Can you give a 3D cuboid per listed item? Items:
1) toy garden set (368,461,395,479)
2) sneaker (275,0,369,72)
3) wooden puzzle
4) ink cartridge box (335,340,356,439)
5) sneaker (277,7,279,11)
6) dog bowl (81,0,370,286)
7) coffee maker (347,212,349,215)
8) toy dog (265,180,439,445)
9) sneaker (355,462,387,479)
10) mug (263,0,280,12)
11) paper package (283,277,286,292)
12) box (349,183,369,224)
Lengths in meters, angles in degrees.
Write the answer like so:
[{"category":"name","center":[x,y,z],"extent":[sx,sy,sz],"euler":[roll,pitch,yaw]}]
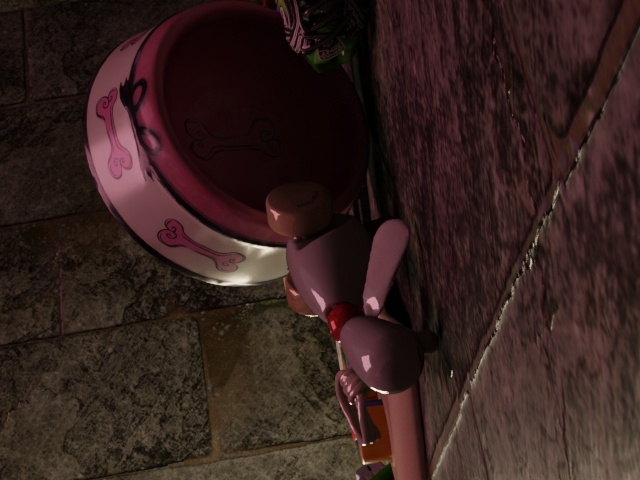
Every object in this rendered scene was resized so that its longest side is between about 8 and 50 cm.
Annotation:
[{"category":"toy garden set","center":[0.106,0.519,1.632],"extent":[0.204,0.049,0.244],"euler":[-26,-67,-48]},{"category":"sneaker","center":[0.005,-0.290,1.118],"extent":[0.343,0.134,0.146],"euler":[32,-139,-81]},{"category":"wooden puzzle","center":[0.070,0.187,1.479],"extent":[0.348,0.081,0.322],"euler":[-114,14,-64]},{"category":"ink cartridge box","center":[0.082,0.275,1.949],"extent":[0.134,0.078,0.231],"euler":[87,173,-79]},{"category":"sneaker","center":[-0.037,-0.403,1.790],"extent":[0.146,0.102,0.293],"euler":[-110,11,-76]},{"category":"dog bowl","center":[-0.108,-0.150,1.353],"extent":[0.150,0.408,0.407],"euler":[-32,62,49]},{"category":"coffee maker","center":[-0.001,-0.131,1.816],"extent":[0.171,0.120,0.178],"euler":[-102,3,-62]},{"category":"toy dog","center":[0.060,0.051,1.149],"extent":[0.220,0.161,0.333],"euler":[88,158,-52]},{"category":"sneaker","center":[0.125,0.512,1.995],"extent":[0.091,0.094,0.258],"euler":[62,-179,3]},{"category":"mug","center":[-0.022,-0.382,1.418],"extent":[0.169,0.113,0.150],"euler":[-108,15,-48]},{"category":"paper package","center":[-0.028,-0.066,2.230],"extent":[0.325,0.168,0.309],"euler":[-105,4,-64]},{"category":"box","center":[0.063,-0.058,1.648],"extent":[0.116,0.029,0.162],"euler":[-102,4,-66]}]
